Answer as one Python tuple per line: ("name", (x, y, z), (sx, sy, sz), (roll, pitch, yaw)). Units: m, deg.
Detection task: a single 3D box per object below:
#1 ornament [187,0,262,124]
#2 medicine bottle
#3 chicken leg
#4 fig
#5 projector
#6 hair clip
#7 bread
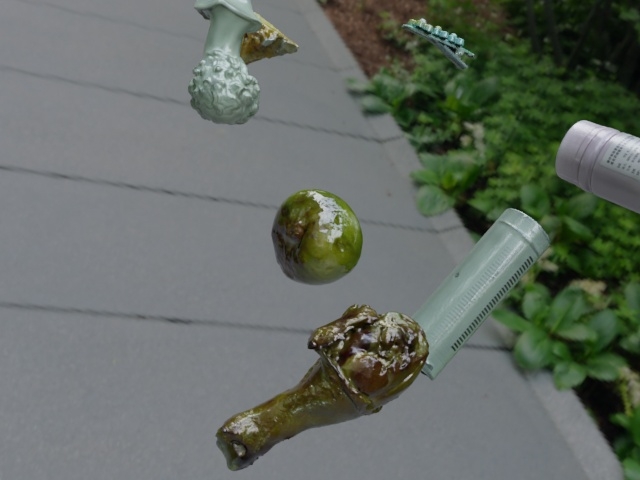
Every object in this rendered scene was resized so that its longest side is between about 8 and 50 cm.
("ornament", (-0.168, -0.343, 1.645), (0.130, 0.285, 0.120), (0, -4, -45))
("medicine bottle", (0.581, -0.129, 1.778), (0.133, 0.133, 0.250), (-11, 30, -45))
("chicken leg", (0.008, 0.217, 1.434), (0.361, 0.211, 0.140), (-25, 42, -16))
("fig", (0.000, 0.000, 1.748), (0.181, 0.181, 0.191), (41, 11, 27))
("projector", (0.273, 0.096, 1.712), (0.108, 0.337, 0.108), (42, -6, 5))
("hair clip", (0.203, -0.350, 1.637), (0.173, 0.049, 0.049), (20, 26, -41))
("bread", (-0.142, -0.463, 2.179), (0.152, 0.127, 0.147), (8, 27, -35))
